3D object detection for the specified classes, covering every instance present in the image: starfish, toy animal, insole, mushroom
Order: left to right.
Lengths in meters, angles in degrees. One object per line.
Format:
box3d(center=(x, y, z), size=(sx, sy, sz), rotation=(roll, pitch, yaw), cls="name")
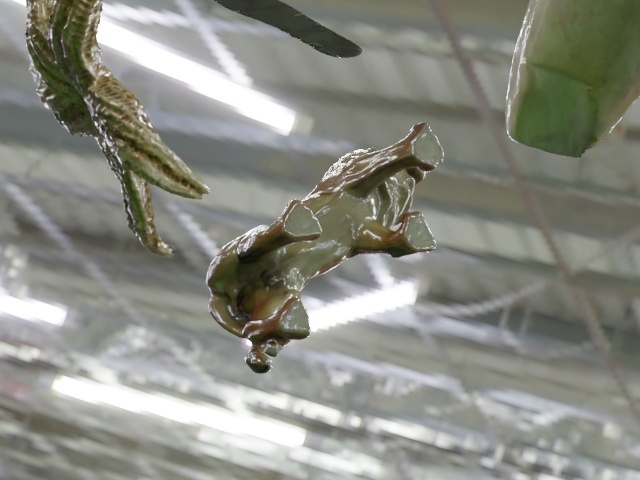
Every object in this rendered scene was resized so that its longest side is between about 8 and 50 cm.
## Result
box3d(center=(-0.157, -0.109, 1.252), size=(0.236, 0.062, 0.277), rotation=(41, -28, 46), cls="starfish")
box3d(center=(-0.044, -0.265, 2.157), size=(0.232, 0.080, 0.003), rotation=(29, -56, 29), cls="insole")
box3d(center=(0.000, 0.000, 1.437), size=(0.157, 0.312, 0.097), rotation=(-20, -77, 54), cls="toy animal")
box3d(center=(0.124, -0.131, 0.722), size=(0.084, 0.209, 0.071), rotation=(12, 16, -10), cls="mushroom")
